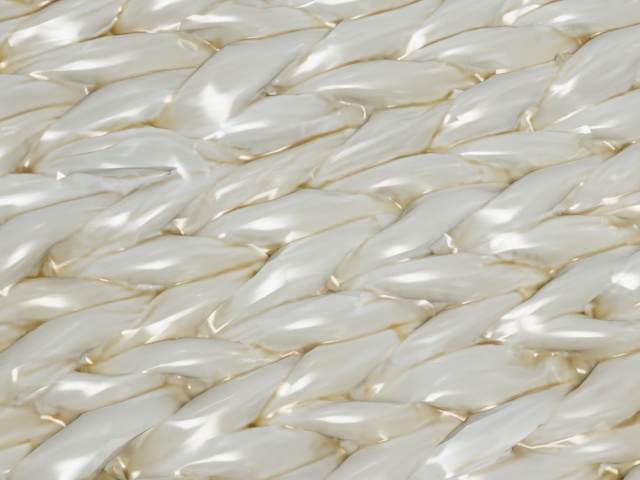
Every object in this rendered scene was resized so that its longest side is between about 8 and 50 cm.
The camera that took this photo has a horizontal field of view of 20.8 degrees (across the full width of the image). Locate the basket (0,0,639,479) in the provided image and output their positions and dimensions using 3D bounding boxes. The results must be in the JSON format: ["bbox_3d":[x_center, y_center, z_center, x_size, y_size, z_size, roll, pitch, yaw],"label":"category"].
[{"bbox_3d":[0.000,0.000,0.581,0.328,0.331,0.266,-18,80,-15],"label":"basket"}]
